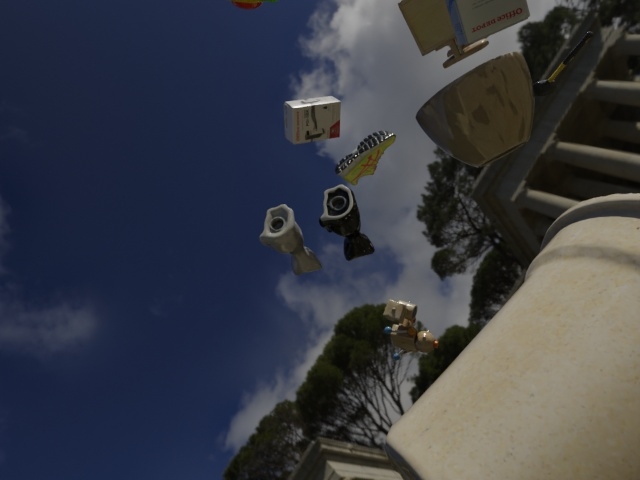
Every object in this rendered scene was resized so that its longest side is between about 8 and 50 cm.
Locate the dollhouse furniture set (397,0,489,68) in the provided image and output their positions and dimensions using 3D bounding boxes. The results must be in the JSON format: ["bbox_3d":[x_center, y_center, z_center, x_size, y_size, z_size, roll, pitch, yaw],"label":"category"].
[{"bbox_3d":[0.401,-0.719,1.323,0.362,0.256,0.394,56,-145,-22],"label":"dollhouse furniture set"}]

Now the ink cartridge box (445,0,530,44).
[{"bbox_3d":[0.308,-0.486,0.883,0.127,0.072,0.175,-21,-72,7],"label":"ink cartridge box"}]

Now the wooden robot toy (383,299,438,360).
[{"bbox_3d":[0.162,0.153,0.774,0.076,0.079,0.173,-58,-35,-30],"label":"wooden robot toy"}]

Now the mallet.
[{"bbox_3d":[0.602,-0.437,1.152,0.062,0.039,0.190,-21,-22,-17],"label":"mallet"}]

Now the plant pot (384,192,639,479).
[{"bbox_3d":[0.240,0.180,0.415,0.305,0.334,0.334,-35,-51,-12],"label":"plant pot"}]

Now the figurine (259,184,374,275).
[{"bbox_3d":[0.000,0.000,1.006,0.214,0.092,0.209,-17,-36,11],"label":"figurine"}]

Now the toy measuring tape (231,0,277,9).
[{"bbox_3d":[-0.213,-0.547,0.932,0.330,0.121,0.121,7,-70,-3],"label":"toy measuring tape"}]

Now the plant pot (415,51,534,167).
[{"bbox_3d":[0.405,-0.294,1.137,0.284,0.284,0.191,-23,-96,-30],"label":"plant pot"}]

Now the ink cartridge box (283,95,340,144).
[{"bbox_3d":[-0.020,-0.308,1.179,0.135,0.056,0.099,-15,-54,-21],"label":"ink cartridge box"}]

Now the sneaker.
[{"bbox_3d":[0.148,-0.248,1.394,0.208,0.081,0.094,-36,-60,15],"label":"sneaker"}]
